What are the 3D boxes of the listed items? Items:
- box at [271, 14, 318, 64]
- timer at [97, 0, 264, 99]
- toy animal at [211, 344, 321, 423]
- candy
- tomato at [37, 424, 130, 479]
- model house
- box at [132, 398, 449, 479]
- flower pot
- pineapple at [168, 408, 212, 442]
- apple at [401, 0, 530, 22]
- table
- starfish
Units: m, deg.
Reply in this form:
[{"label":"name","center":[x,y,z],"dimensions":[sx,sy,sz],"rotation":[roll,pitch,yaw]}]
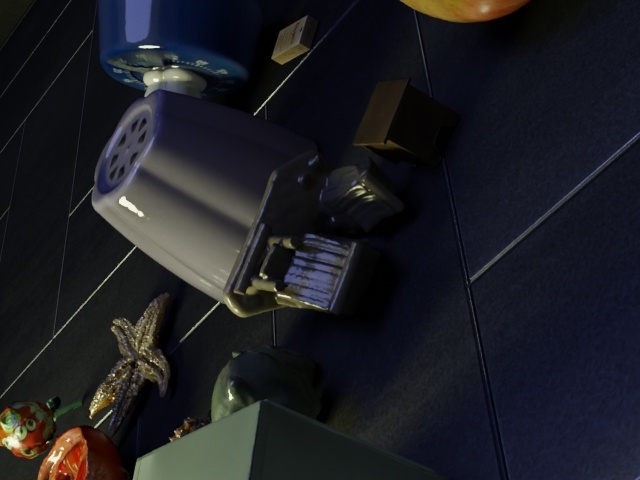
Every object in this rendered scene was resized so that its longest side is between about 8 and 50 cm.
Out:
[{"label":"box","center":[-0.040,-0.310,1.962],"dimensions":[0.083,0.024,0.053],"rotation":[-14,54,54]},{"label":"timer","center":[-0.239,-0.210,2.024],"dimensions":[0.270,0.270,0.383],"rotation":[-13,69,56]},{"label":"toy animal","center":[-0.062,0.168,1.477],"dimensions":[0.251,0.125,0.127],"rotation":[-99,15,-72]},{"label":"candy","center":[-0.408,0.270,1.934],"dimensions":[0.078,0.084,0.288],"rotation":[-56,-6,5]},{"label":"tomato","center":[-0.326,0.370,1.770],"dimensions":[0.228,0.101,0.227],"rotation":[-45,35,45]},{"label":"model house","center":[0.003,0.003,1.498],"dimensions":[0.188,0.122,0.229],"rotation":[7,69,59]},{"label":"box","center":[-0.034,0.263,1.210],"dimensions":[0.225,0.225,0.117],"rotation":[-31,41,45]},{"label":"flower pot","center":[-0.166,-0.079,1.741],"dimensions":[0.265,0.243,0.265],"rotation":[-41,32,33]},{"label":"pineapple","center":[-0.173,0.307,1.549],"dimensions":[0.083,0.103,0.221],"rotation":[-3,62,59]},{"label":"apple","center":[0.195,-0.362,1.448],"dimensions":[0.293,0.163,0.251],"rotation":[13,66,49]},{"label":"table","center":[0.102,-0.133,1.489],"dimensions":[0.070,0.082,0.083],"rotation":[5,71,61]},{"label":"starfish","center":[-0.274,0.187,1.899],"dimensions":[0.240,0.043,0.227],"rotation":[29,94,60]}]
